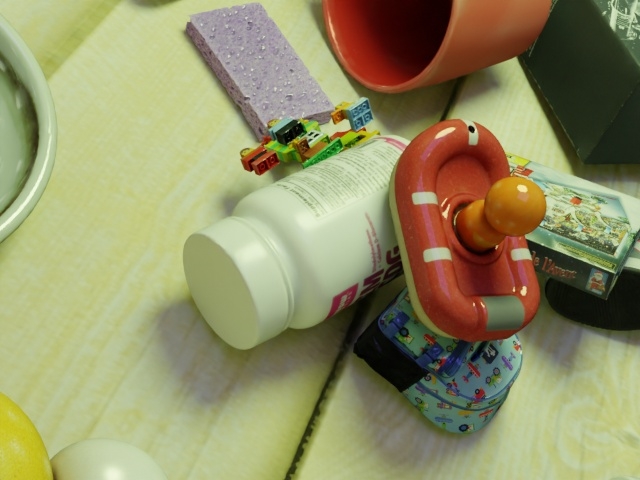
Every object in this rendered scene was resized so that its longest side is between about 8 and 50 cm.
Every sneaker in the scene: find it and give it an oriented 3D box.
[{"bbox_3d":[0.434,0.016,1.146,0.295,0.124,0.178,-1,36,1],"label":"sneaker"}]

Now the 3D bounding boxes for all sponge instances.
[{"bbox_3d":[-0.082,-0.234,1.171,0.117,0.031,0.210,-22,67,-31],"label":"sponge"}]

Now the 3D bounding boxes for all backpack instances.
[{"bbox_3d":[0.150,0.120,0.970,0.173,0.117,0.158,44,55,7],"label":"backpack"}]

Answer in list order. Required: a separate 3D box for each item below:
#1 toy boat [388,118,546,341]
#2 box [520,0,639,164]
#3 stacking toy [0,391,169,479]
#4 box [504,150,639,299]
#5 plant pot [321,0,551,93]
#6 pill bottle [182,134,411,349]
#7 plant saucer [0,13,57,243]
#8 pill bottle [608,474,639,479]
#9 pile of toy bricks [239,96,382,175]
[{"bbox_3d":[0.167,-0.020,0.875,0.151,0.151,0.231,-1,70,-32],"label":"toy boat"},{"bbox_3d":[0.512,-0.288,1.315,0.343,0.179,0.312,-4,54,-21],"label":"box"},{"bbox_3d":[-0.331,0.196,0.660,0.479,0.350,0.351,9,54,-34],"label":"stacking toy"},{"bbox_3d":[0.272,-0.031,1.074,0.233,0.044,0.159,24,44,22],"label":"box"},{"bbox_3d":[0.176,-0.348,1.220,0.243,0.275,0.275,-10,62,-37],"label":"plant pot"},{"bbox_3d":[0.000,0.000,0.964,0.283,0.160,0.160,-27,71,-32],"label":"pill bottle"},{"bbox_3d":[-0.478,-0.122,0.874,0.400,0.100,0.400,17,56,-26],"label":"plant saucer"},{"bbox_3d":[0.430,0.331,0.912,0.272,0.152,0.152,15,54,-10],"label":"pill bottle"},{"bbox_3d":[-0.029,-0.116,1.082,0.212,0.118,0.105,-37,37,-25],"label":"pile of toy bricks"}]
